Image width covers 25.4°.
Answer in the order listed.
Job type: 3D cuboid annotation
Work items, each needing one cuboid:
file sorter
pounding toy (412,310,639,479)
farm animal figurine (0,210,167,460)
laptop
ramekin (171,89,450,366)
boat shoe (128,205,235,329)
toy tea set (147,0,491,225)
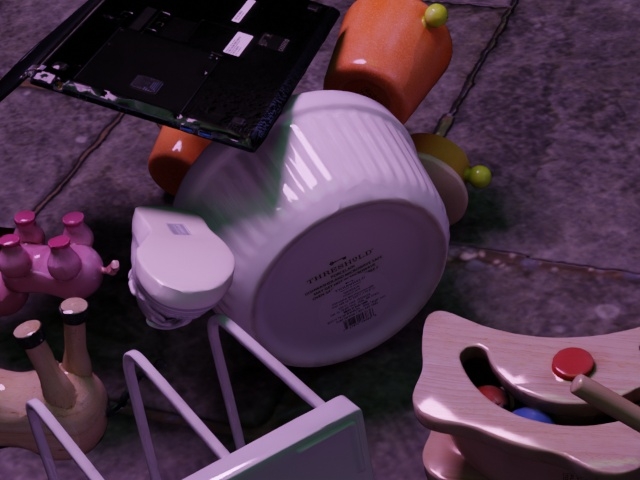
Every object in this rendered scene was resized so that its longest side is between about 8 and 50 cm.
[{"bbox_3d":[-0.122,0.193,0.847,0.278,0.192,0.173,-26,37,-22],"label":"file sorter"},{"bbox_3d":[0.187,0.093,0.946,0.270,0.155,0.154,14,46,27],"label":"pounding toy"},{"bbox_3d":[-0.311,0.084,1.033,0.327,0.172,0.330,-18,35,-19],"label":"farm animal figurine"},{"bbox_3d":[-0.149,-0.115,1.100,0.264,0.136,0.234,18,37,6],"label":"laptop"},{"bbox_3d":[0.000,0.000,1.074,0.207,0.207,0.109,-21,47,-16],"label":"ramekin"},{"bbox_3d":[-0.102,0.026,0.956,0.066,0.063,0.184,2,15,-19],"label":"boat shoe"},{"bbox_3d":[-0.013,-0.124,1.245,0.336,0.200,0.124,5,47,26],"label":"toy tea set"}]
